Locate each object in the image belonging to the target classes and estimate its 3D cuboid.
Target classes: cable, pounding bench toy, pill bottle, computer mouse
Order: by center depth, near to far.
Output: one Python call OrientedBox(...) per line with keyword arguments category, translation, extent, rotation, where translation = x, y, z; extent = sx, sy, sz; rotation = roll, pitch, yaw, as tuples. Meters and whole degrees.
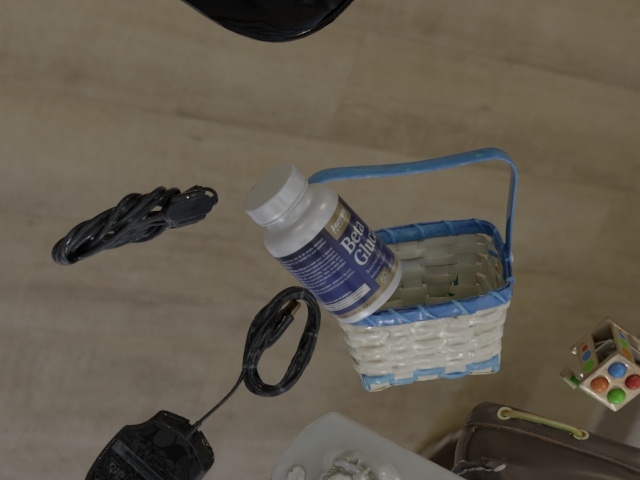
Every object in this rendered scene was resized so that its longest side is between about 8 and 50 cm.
OrientedBox(category="computer mouse", translation=(-0.087, 0.129, 1.009), extent=(0.071, 0.041, 0.242), rotation=(45, 85, 0))
OrientedBox(category="pounding bench toy", translation=(0.269, 0.130, 1.310), extent=(0.052, 0.065, 0.083), rotation=(34, 119, -20))
OrientedBox(category="cable", translation=(-0.200, -0.016, 1.367), extent=(0.184, 0.150, 0.047), rotation=(-22, 93, -51))
OrientedBox(category="pill bottle", translation=(0.000, 0.000, 1.427), extent=(0.094, 0.094, 0.169), rotation=(-44, 113, 1))

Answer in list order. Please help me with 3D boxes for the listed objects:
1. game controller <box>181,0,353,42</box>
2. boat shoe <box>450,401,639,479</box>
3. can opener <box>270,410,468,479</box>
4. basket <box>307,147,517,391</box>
OrientedBox(category="game controller", translation=(0.004, -0.205, 0.538), extent=(0.166, 0.067, 0.319), rotation=(40, 136, -9))
OrientedBox(category="boat shoe", translation=(0.254, 0.202, 1.000), extent=(0.324, 0.097, 0.116), rotation=(14, 149, 3))
OrientedBox(category="can opener", translation=(0.090, 0.164, 0.635), extent=(0.074, 0.280, 0.093), rotation=(-61, 146, -10))
OrientedBox(category="basket", translation=(0.113, 0.030, 1.678), extent=(0.254, 0.201, 0.289), rotation=(-6, 125, -3))
